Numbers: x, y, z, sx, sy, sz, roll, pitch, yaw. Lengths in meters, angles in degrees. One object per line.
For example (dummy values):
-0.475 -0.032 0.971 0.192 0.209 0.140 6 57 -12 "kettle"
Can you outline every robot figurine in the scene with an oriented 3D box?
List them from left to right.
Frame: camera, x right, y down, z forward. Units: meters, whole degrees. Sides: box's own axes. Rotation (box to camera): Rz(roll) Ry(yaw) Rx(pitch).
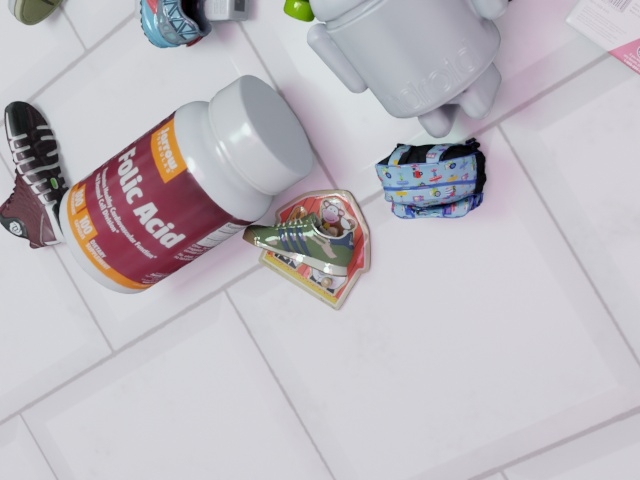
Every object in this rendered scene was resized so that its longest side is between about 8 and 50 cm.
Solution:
0.120 -0.319 1.215 0.300 0.200 0.353 -26 115 35 "robot figurine"

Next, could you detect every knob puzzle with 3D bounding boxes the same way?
0.000 0.000 1.447 0.213 0.030 0.213 4 101 20 "knob puzzle"

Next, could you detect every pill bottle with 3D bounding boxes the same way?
-0.221 -0.090 1.408 0.392 0.224 0.224 -31 88 23 "pill bottle"

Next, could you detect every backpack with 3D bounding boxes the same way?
0.165 -0.091 1.290 0.158 0.173 0.117 -1 99 20 "backpack"

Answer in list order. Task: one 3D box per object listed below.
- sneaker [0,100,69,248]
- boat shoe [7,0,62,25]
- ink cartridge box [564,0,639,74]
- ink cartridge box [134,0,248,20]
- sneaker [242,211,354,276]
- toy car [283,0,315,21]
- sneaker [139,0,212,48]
-0.570 -0.109 1.603 0.162 0.106 0.281 -18 94 26 "sneaker"
-0.486 -0.533 1.493 0.103 0.113 0.302 28 98 15 "boat shoe"
0.470 -0.350 1.171 0.158 0.092 0.218 39 112 10 "ink cartridge box"
-0.220 -0.470 1.442 0.232 0.066 0.189 12 105 40 "ink cartridge box"
-0.031 -0.010 1.410 0.192 0.064 0.086 21 99 15 "sneaker"
-0.025 -0.449 1.339 0.188 0.149 0.155 41 122 36 "toy car"
-0.223 -0.445 1.367 0.125 0.104 0.262 6 110 28 "sneaker"
